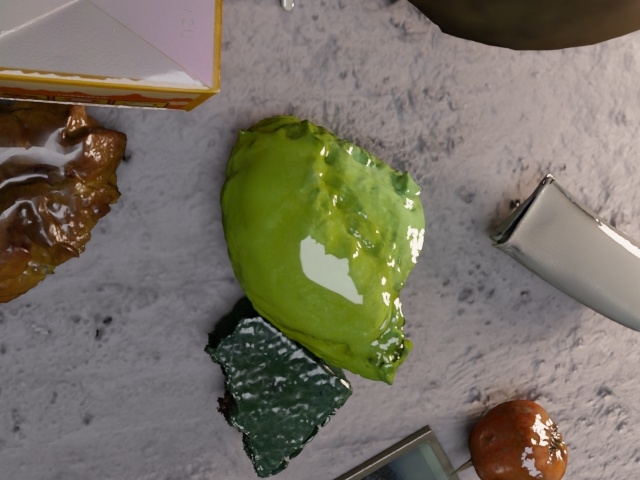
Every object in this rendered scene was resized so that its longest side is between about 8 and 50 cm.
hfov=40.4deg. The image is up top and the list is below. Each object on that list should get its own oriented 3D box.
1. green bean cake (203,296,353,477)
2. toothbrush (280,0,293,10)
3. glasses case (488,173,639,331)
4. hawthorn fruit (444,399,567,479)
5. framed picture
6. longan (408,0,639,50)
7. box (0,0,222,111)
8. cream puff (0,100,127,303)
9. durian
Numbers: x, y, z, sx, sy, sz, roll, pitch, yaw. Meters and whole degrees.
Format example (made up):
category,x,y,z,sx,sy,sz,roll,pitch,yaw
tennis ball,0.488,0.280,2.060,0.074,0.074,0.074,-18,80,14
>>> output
category,x,y,z,sx,sy,sz,roll,pitch,yaw
green bean cake,-0.088,0.200,1.216,0.208,0.107,0.193,41,101,-23
toothbrush,-0.053,-0.406,1.028,0.022,0.026,0.263,-12,113,-15
glasses case,0.386,0.020,1.270,0.308,0.083,0.128,30,96,-22
hawthorn fruit,0.288,0.315,1.348,0.189,0.149,0.149,1,117,30
framed picture,0.147,0.457,1.419,0.213,0.016,0.289,-30,115,-1
longan,0.258,-0.409,0.908,0.435,0.404,0.404,-14,114,-4
box,-0.241,-0.286,0.887,0.259,0.214,0.284,2,91,-16
cream puff,-0.357,-0.057,1.024,0.241,0.155,0.269,7,88,-16
durian,0.000,0.000,1.120,0.339,0.204,0.256,33,80,-15
